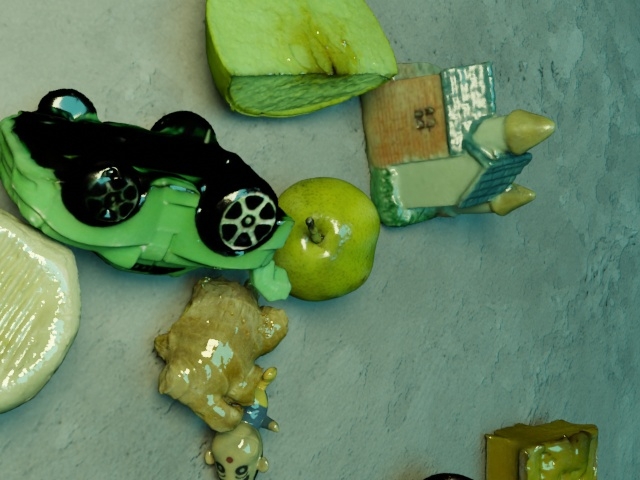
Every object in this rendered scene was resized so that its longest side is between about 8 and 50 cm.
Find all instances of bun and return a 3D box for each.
[{"bbox_3d":[-0.354,0.075,0.713,0.231,0.133,0.231,4,79,-18],"label":"bun"}]

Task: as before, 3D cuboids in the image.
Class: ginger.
[{"bbox_3d":[-0.126,0.129,0.925,0.157,0.102,0.216,31,57,-10],"label":"ginger"}]

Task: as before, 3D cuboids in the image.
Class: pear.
[{"bbox_3d":[-0.062,-0.299,0.975,0.288,0.139,0.239,-11,82,-36],"label":"pear"},{"bbox_3d":[0.000,0.000,0.978,0.166,0.216,0.180,28,93,3],"label":"pear"}]

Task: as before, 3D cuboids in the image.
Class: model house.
[{"bbox_3d":[0.244,-0.160,1.109,0.194,0.325,0.267,-12,98,-38],"label":"model house"}]

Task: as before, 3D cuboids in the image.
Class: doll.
[{"bbox_3d":[-0.106,0.261,0.968,0.089,0.102,0.179,30,65,-79],"label":"doll"}]

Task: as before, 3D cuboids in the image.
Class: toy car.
[{"bbox_3d":[-0.186,-0.042,0.825,0.358,0.213,0.176,5,117,-39],"label":"toy car"}]

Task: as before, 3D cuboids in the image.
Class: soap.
[{"bbox_3d":[0.447,0.513,1.410,0.259,0.143,0.281,0,90,-37],"label":"soap"}]

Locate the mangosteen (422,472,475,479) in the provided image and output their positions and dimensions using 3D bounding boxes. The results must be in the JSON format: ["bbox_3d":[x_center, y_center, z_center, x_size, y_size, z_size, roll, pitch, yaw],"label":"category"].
[{"bbox_3d":[0.189,0.498,1.162,0.250,0.211,0.211,-16,102,-10],"label":"mangosteen"}]
